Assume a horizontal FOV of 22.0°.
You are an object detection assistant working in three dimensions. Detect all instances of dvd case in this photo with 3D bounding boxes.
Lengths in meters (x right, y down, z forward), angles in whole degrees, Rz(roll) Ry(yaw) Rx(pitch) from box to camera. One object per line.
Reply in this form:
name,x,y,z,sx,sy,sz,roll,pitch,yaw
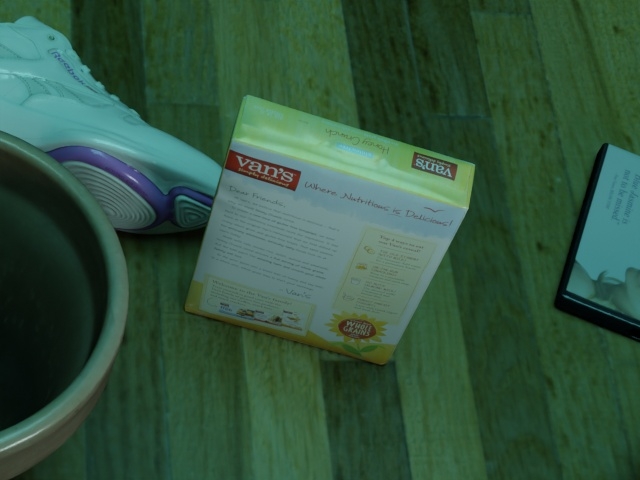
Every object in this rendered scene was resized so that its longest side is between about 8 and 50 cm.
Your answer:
dvd case,0.341,0.030,1.428,0.253,0.022,0.180,22,55,0

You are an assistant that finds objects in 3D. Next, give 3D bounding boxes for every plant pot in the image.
plant pot,-0.272,0.082,1.107,0.263,0.229,0.263,6,57,-10

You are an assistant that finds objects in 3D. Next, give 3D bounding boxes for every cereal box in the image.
cereal box,0.000,0.000,1.225,0.173,0.240,0.047,17,55,-4

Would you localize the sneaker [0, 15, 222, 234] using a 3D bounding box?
sneaker,-0.204,-0.108,1.318,0.305,0.114,0.152,21,56,0
